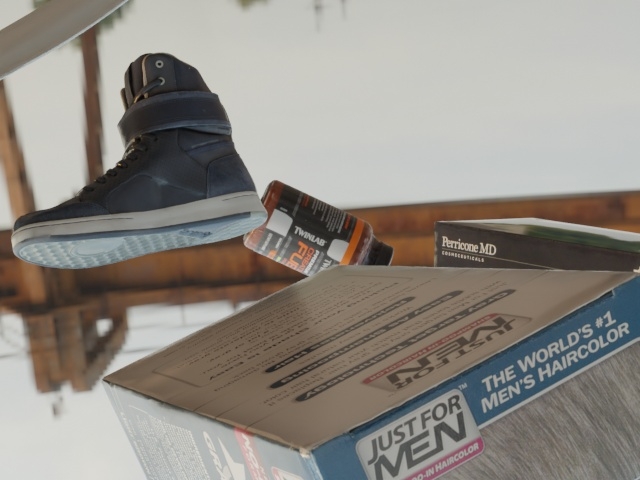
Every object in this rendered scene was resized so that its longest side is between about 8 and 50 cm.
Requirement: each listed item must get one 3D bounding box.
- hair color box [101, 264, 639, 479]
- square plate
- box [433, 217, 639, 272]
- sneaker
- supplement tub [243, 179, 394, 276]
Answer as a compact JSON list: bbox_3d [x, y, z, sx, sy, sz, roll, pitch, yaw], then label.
[{"bbox_3d":[0.021,0.092,0.749,0.173,0.105,0.347,-26,-172,-19],"label":"hair color box"},{"bbox_3d":[-0.398,-0.188,1.655,0.344,0.049,0.347,-22,-164,36],"label":"square plate"},{"bbox_3d":[0.301,0.145,1.708,0.179,0.313,0.343,-4,-170,-40],"label":"box"},{"bbox_3d":[-0.169,-0.069,1.226,0.226,0.163,0.086,-11,167,-34],"label":"sneaker"},{"bbox_3d":[0.000,0.000,2.033,0.197,0.106,0.106,24,-167,-5],"label":"supplement tub"}]
